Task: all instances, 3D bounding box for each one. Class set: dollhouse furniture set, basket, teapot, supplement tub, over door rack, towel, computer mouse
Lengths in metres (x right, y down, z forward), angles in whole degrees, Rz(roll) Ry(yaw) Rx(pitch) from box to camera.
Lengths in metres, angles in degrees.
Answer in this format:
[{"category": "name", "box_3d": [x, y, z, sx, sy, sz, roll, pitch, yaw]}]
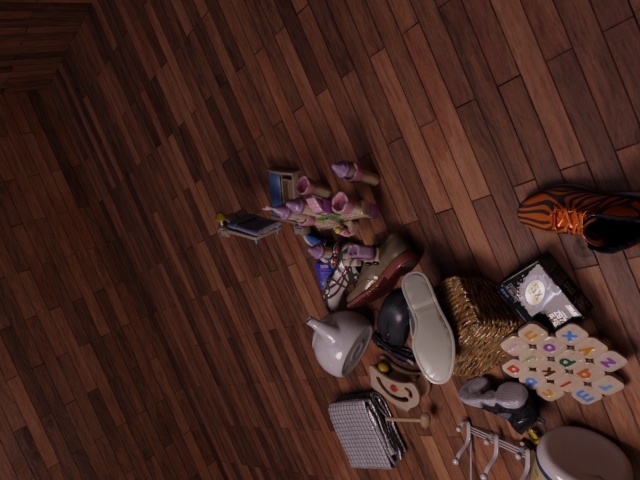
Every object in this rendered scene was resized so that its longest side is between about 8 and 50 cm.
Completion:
[{"category": "dollhouse furniture set", "box_3d": [-0.181, -0.119, 1.760, 0.287, 0.303, 0.198, 15, 119, 39]}, {"category": "basket", "box_3d": [0.435, 0.246, 1.485, 0.213, 0.223, 0.299, -105, 30, -41]}, {"category": "teapot", "box_3d": [0.057, 0.347, 1.789, 0.187, 0.253, 0.255, 27, 124, 24]}, {"category": "supplement tub", "box_3d": [0.679, 0.691, 1.353, 0.228, 0.228, 0.316, 21, 122, 37]}, {"category": "over door rack", "box_3d": [0.545, 0.755, 1.576, 0.240, 0.108, 0.323, 8, 114, 54]}, {"category": "towel", "box_3d": [0.182, 0.729, 1.939, 0.235, 0.121, 0.283, -27, 87, 45]}, {"category": "computer mouse", "box_3d": [0.250, 0.294, 1.701, 0.189, 0.072, 0.272, 27, 126, 34]}]

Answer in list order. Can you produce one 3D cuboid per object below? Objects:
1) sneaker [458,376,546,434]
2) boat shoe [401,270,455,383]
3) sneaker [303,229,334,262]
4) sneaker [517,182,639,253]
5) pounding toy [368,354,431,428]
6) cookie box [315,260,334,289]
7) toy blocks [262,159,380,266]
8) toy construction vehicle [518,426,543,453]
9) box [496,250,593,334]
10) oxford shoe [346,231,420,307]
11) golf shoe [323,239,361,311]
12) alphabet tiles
[{"category": "sneaker", "box_3d": [0.535, 0.495, 1.494, 0.153, 0.101, 0.269, 48, 155, -8]}, {"category": "boat shoe", "box_3d": [0.309, 0.244, 1.418, 0.116, 0.099, 0.319, -18, 66, 13]}, {"category": "sneaker", "box_3d": [0.001, 0.000, 1.818, 0.152, 0.058, 0.084, 55, 134, 14]}, {"category": "sneaker", "box_3d": [0.585, -0.052, 1.135, 0.321, 0.180, 0.124, 1, 109, 44]}, {"category": "pounding toy", "box_3d": [0.270, 0.518, 1.723, 0.270, 0.155, 0.154, 33, 133, 30]}, {"category": "cookie box", "box_3d": [0.036, 0.129, 1.855, 0.092, 0.040, 0.107, 1, 110, 42]}, {"category": "toy blocks", "box_3d": [0.004, -0.079, 1.558, 0.289, 0.260, 0.308, -10, 75, 45]}, {"category": "toy construction vehicle", "box_3d": [0.643, 0.611, 1.498, 0.098, 0.035, 0.085, 55, 136, 22]}, {"category": "box", "box_3d": [0.579, 0.145, 1.308, 0.180, 0.078, 0.147, 55, 136, 10]}, {"category": "oxford shoe", "box_3d": [0.186, 0.105, 1.662, 0.348, 0.123, 0.130, -48, 60, 38]}, {"category": "golf shoe", "box_3d": [0.079, 0.134, 1.749, 0.120, 0.105, 0.272, 11, 111, 8]}, {"category": "alphabet tiles", "box_3d": [0.627, 0.320, 1.314, 0.284, 0.021, 0.278, 34, 136, 2]}]
